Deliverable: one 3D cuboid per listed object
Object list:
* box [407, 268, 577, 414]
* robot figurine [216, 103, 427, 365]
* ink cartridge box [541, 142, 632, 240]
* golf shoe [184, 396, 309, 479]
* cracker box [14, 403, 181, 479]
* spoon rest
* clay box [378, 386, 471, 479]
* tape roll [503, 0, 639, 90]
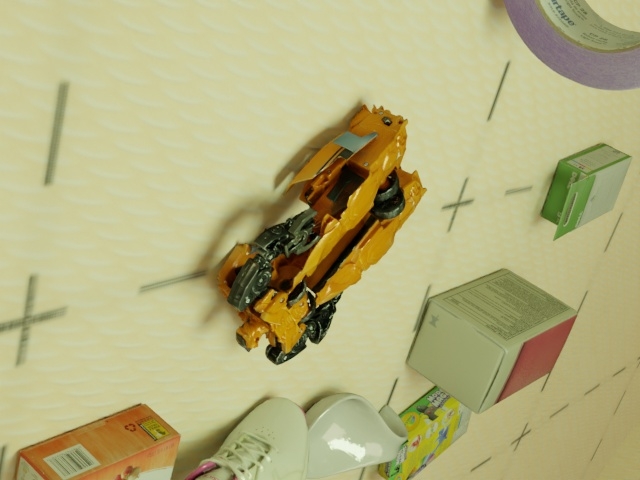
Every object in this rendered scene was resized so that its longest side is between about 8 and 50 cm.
[{"bbox_3d":[0.272,0.153,1.505,0.232,0.149,0.126,-16,131,-47],"label":"box"},{"bbox_3d":[0.000,0.000,1.048,0.291,0.085,0.211,-48,148,-16],"label":"robot figurine"},{"bbox_3d":[0.431,-0.084,1.597,0.209,0.062,0.109,-22,135,-43],"label":"ink cartridge box"},{"bbox_3d":[-0.095,0.285,1.094,0.140,0.115,0.306,91,23,-44],"label":"golf shoe"},{"bbox_3d":[-0.243,0.299,0.996,0.156,0.067,0.232,-16,131,-48],"label":"cracker box"},{"bbox_3d":[0.052,0.280,1.377,0.276,0.084,0.137,14,106,-59],"label":"spoon rest"},{"bbox_3d":[0.174,0.326,1.619,0.222,0.053,0.127,-28,139,-37],"label":"clay box"},{"bbox_3d":[0.332,-0.308,1.047,0.090,0.275,0.274,-29,139,-39],"label":"tape roll"}]
